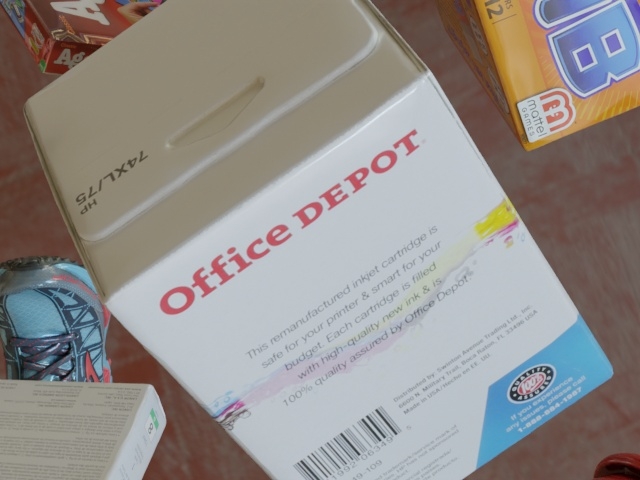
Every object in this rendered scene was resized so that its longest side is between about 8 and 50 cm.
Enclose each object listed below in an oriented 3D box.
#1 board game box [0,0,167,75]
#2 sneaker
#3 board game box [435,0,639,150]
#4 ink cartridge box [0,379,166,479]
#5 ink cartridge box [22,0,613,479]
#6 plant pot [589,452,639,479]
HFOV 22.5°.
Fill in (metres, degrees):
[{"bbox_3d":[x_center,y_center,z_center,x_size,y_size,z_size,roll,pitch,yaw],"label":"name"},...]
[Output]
[{"bbox_3d":[-0.166,-0.188,1.087,0.281,0.145,0.027,52,130,42],"label":"board game box"},{"bbox_3d":[-0.233,0.123,1.450,0.104,0.262,0.125,-5,48,1],"label":"sneaker"},{"bbox_3d":[0.296,-0.386,1.826,0.356,0.356,0.356,-22,32,1],"label":"board game box"},{"bbox_3d":[-0.244,0.207,1.294,0.181,0.056,0.225,0,43,20],"label":"ink cartridge box"},{"bbox_3d":[0.000,0.000,0.925,0.198,0.270,0.197,-35,42,3],"label":"ink cartridge box"},{"bbox_3d":[0.306,0.320,1.619,0.191,0.191,0.174,34,64,26],"label":"plant pot"}]
